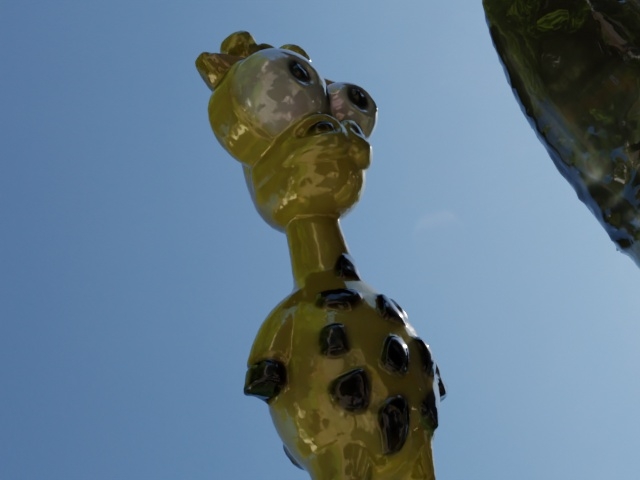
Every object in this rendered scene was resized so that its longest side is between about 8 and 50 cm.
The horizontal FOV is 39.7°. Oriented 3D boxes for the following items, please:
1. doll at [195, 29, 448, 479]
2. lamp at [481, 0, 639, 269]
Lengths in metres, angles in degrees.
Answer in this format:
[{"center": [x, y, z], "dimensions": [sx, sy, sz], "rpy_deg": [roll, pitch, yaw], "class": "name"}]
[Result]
[{"center": [0.001, 0.000, 0.475], "dimensions": [0.117, 0.086, 0.291], "rpy_deg": [12, -127, -38], "class": "doll"}, {"center": [0.159, -0.034, 0.375], "dimensions": [0.101, 0.101, 0.250], "rpy_deg": [-38, -106, -16], "class": "lamp"}]
